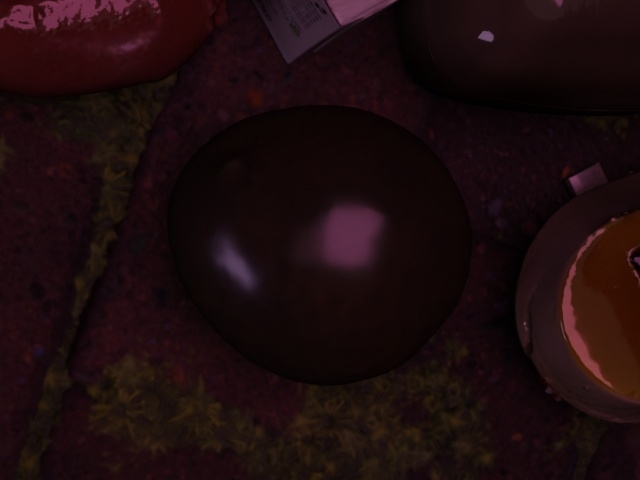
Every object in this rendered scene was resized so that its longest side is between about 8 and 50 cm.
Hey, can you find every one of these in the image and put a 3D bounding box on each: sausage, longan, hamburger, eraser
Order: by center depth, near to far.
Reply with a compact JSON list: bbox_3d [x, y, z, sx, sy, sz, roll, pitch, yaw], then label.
[{"bbox_3d":[0.000,0.000,1.482,0.258,0.258,0.258,1,86,-14],"label":"longan"},{"bbox_3d":[-0.207,-0.198,1.499,0.254,0.148,0.148,-9,89,-9],"label":"sausage"},{"bbox_3d":[0.321,0.045,1.609,0.295,0.151,0.227,-17,94,-12],"label":"hamburger"},{"bbox_3d":[0.269,-0.030,1.669,0.038,0.019,0.083,-28,93,-16],"label":"eraser"}]

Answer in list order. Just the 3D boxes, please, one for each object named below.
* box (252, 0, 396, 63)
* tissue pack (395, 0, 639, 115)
[{"bbox_3d":[-0.028,-0.303,1.522,0.111,0.194,0.260,-32,95,-14],"label":"box"},{"bbox_3d":[0.271,-0.249,1.556,0.387,0.277,0.267,-1,89,-14],"label":"tissue pack"}]
